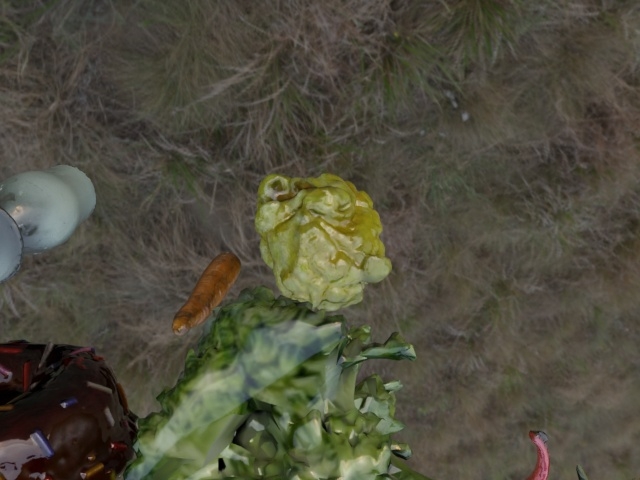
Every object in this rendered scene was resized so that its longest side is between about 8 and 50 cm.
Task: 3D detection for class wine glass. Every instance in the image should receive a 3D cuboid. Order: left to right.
[{"bbox_3d":[-0.316,-0.027,0.690,0.092,0.202,0.093,0,107,1],"label":"wine glass"}]

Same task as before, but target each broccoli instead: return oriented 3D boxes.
[{"bbox_3d":[0.005,0.230,0.403,0.338,0.317,0.277,-54,141,-25],"label":"broccoli"}]

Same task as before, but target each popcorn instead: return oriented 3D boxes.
[{"bbox_3d":[0.000,0.000,1.169,0.241,0.250,0.235,-6,131,-13],"label":"popcorn"}]

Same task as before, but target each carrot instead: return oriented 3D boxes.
[{"bbox_3d":[-0.189,0.090,1.052,0.059,0.248,0.059,6,117,11],"label":"carrot"}]

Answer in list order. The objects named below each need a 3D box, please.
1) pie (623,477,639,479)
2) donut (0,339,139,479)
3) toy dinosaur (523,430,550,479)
[{"bbox_3d":[0.525,0.530,0.975,0.339,0.339,0.077,-24,128,6],"label":"pie"},{"bbox_3d":[-0.251,0.141,0.466,0.235,0.235,0.089,-6,102,-14],"label":"donut"},{"bbox_3d":[0.143,0.276,0.624,0.070,0.139,0.286,12,104,-11],"label":"toy dinosaur"}]
